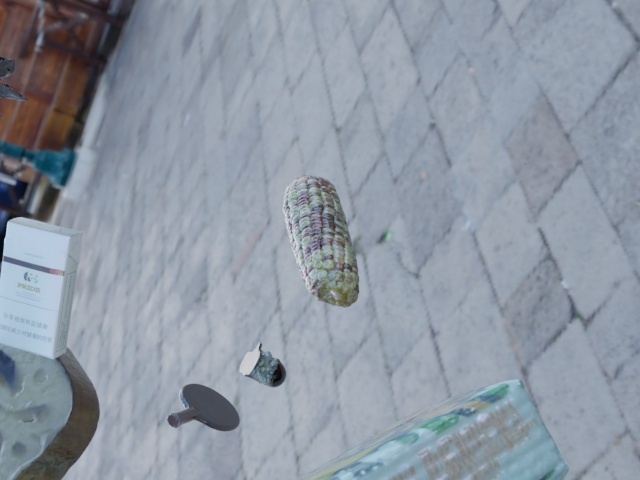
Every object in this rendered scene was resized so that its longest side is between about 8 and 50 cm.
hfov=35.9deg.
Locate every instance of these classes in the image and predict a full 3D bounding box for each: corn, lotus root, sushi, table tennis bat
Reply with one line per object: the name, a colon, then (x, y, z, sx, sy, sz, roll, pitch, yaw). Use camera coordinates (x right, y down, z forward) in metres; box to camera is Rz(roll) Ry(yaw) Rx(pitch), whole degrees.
corn: (0.000, 0.000, 1.328, 0.086, 0.086, 0.253, -59, 26, 28)
lotus root: (-0.473, 0.252, 1.370, 0.374, 0.111, 0.391, -10, 61, 28)
sushi: (-0.063, 0.149, 1.166, 0.044, 0.046, 0.083, -65, 12, -9)
table tennis bat: (-0.160, 0.225, 1.531, 0.119, 0.107, 0.170, -57, -17, 14)

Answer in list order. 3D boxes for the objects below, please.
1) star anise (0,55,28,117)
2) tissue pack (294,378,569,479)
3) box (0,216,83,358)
star anise: (-0.717, -0.304, 1.927, 0.129, 0.212, 0.282, -42, -7, 35)
tissue pack: (0.049, 0.259, 0.935, 0.128, 0.310, 0.228, 62, 148, 7)
box: (-0.339, 0.057, 1.182, 0.040, 0.084, 0.154, -29, -49, -73)
